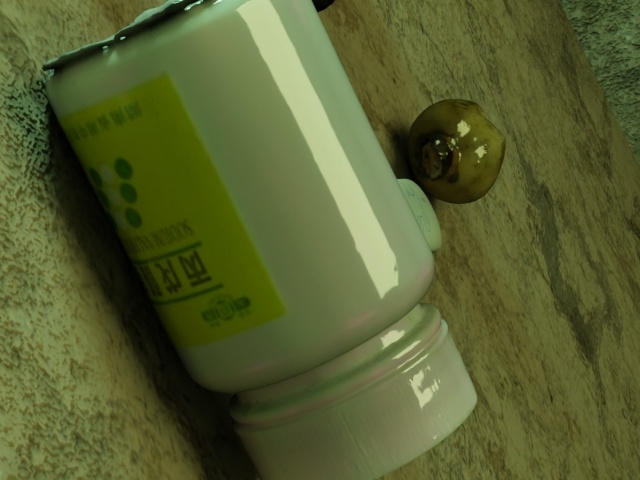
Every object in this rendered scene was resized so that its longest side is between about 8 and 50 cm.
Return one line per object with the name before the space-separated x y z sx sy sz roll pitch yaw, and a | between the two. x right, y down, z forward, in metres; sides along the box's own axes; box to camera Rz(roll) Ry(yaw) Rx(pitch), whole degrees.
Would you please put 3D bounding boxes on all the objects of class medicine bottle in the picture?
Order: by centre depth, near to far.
medicine bottle | -0.039 -0.009 1.479 0.379 0.213 0.213 63 18 -10

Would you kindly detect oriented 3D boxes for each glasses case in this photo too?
glasses case | 0.081 -0.019 2.099 0.092 0.059 0.233 68 18 5

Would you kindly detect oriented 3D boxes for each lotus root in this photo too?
lotus root | 0.162 -0.108 2.359 0.125 0.118 0.221 35 20 6

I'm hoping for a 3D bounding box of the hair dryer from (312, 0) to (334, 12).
hair dryer | -0.049 -0.344 2.109 0.219 0.075 0.195 59 7 -1
